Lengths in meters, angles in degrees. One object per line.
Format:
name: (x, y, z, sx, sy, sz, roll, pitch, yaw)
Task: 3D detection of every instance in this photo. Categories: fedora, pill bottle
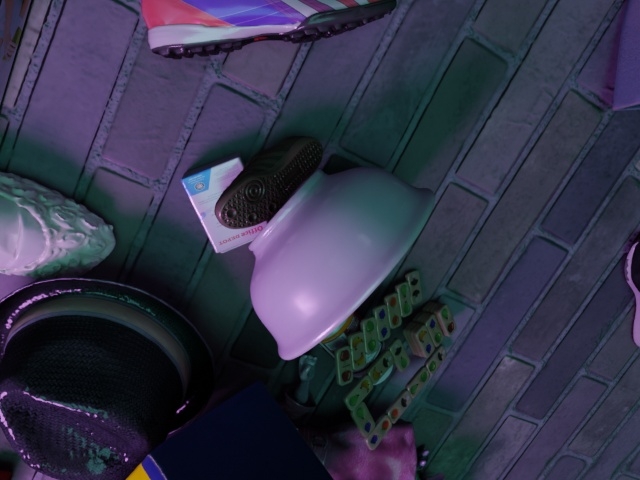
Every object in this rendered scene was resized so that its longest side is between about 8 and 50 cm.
fedora: (-0.311, 0.214, 0.625, 0.334, 0.152, 0.334, -4, 120, -7)
pill bottle: (0.055, 0.175, 0.778, 0.086, 0.086, 0.152, -39, 113, 5)

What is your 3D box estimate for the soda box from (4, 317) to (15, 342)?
soda box: (-0.364, 0.126, 0.693, 0.181, 0.058, 0.061, 11, 108, -15)

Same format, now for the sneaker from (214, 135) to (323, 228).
sneaker: (-0.078, -0.081, 0.627, 0.188, 0.071, 0.066, -41, 130, -30)

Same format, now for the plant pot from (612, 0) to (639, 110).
plant pot: (0.589, -0.333, 0.618, 0.247, 0.248, 0.252, -5, 95, -9)

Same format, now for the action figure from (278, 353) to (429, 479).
action figure: (-0.011, 0.377, 0.824, 0.370, 0.248, 0.275, 20, 146, -7)

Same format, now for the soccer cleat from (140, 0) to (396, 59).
soccer cleat: (-0.061, -0.306, 0.569, 0.318, 0.108, 0.116, -10, 108, -5)

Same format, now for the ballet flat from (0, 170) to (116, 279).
ballet flat: (-0.480, -0.037, 0.570, 0.409, 0.147, 0.147, 25, 104, -19)

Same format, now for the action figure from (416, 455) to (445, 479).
action figure: (0.234, 0.545, 0.948, 0.063, 0.137, 0.232, -25, 122, -15)

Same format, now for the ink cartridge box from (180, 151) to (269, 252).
ink cartridge box: (-0.136, -0.055, 0.673, 0.089, 0.052, 0.122, -22, 112, -3)

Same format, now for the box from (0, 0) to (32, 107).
box: (-0.444, -0.263, 0.516, 0.169, 0.087, 0.290, 22, 104, -18)

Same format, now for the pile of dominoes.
pile of dominoes: (0.134, 0.192, 0.757, 0.251, 0.040, 0.196, -40, 115, -31)

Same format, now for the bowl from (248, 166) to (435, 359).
bowl: (0.000, 0.000, 0.611, 0.134, 0.298, 0.298, 43, 98, -5)

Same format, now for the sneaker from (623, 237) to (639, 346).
sneaker: (0.666, 0.114, 0.854, 0.107, 0.124, 0.283, -25, 113, -2)

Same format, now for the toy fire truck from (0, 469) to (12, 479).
toy fire truck: (-0.616, 0.481, 0.670, 0.169, 0.254, 0.302, 23, 104, -18)

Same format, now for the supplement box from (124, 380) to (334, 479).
supplement box: (-0.175, 0.397, 0.643, 0.195, 0.194, 0.356, 50, 123, 14)
